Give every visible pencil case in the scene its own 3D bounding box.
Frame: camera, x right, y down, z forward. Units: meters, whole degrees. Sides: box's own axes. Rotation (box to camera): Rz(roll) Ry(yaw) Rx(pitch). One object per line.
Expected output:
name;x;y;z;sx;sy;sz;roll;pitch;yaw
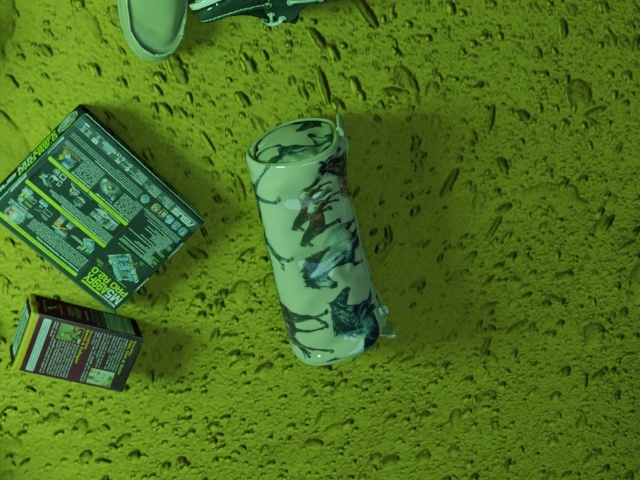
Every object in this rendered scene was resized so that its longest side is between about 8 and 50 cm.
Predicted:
pencil case;0.000;0.000;1.780;0.183;0.160;0.411;-15;116;-4

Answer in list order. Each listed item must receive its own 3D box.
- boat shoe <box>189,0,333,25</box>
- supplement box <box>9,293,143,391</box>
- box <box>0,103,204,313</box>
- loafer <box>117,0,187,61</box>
boat shoe;-0.048;-0.375;1.634;0.302;0.114;0.091;-21;111;-10
supplement box;-0.398;0.168;1.749;0.188;0.081;0.104;17;105;-25
box;-0.352;-0.046;1.689;0.216;0.060;0.270;-45;119;3
loafer;-0.241;-0.390;1.567;0.101;0.092;0.269;-4;112;-18
